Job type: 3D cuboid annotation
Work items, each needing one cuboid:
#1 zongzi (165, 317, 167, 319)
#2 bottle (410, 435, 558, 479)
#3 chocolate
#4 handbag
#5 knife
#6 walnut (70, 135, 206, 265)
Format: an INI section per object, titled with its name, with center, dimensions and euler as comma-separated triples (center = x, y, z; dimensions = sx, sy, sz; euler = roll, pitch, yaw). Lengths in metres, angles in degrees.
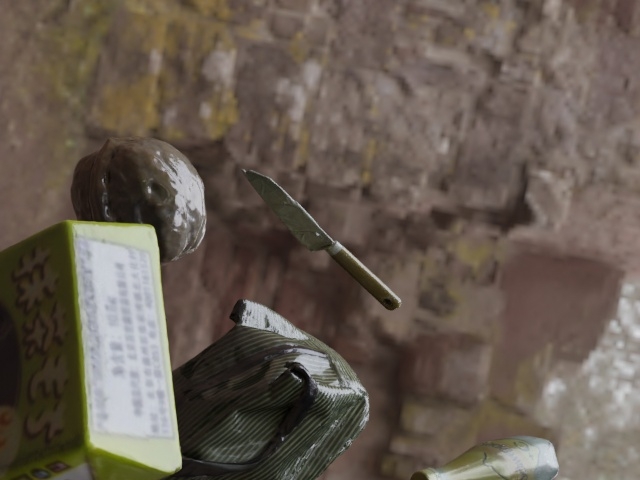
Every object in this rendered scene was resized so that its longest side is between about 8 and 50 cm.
[zongzi]
center = -0.254, 0.099, 2.231
dimensions = 0.067, 0.073, 0.083
euler = -58, -176, 10
[bottle]
center = 0.221, 0.316, 2.111
dimensions = 0.269, 0.083, 0.083
euler = -3, 108, -47
[chocolate]
center = -0.313, 0.149, 1.720
dimensions = 0.137, 0.288, 0.301
euler = 22, 51, -52
[handbag]
center = -0.119, 0.254, 2.284
dimensions = 0.240, 0.340, 0.247
euler = 50, 4, -47
[knife]
center = -0.001, 0.002, 2.099
dimensions = 0.047, 0.298, 0.017
euler = -26, -150, 40
[walnut]
center = -0.282, -0.061, 2.430
dimensions = 0.224, 0.224, 0.224
euler = 11, 90, -89
